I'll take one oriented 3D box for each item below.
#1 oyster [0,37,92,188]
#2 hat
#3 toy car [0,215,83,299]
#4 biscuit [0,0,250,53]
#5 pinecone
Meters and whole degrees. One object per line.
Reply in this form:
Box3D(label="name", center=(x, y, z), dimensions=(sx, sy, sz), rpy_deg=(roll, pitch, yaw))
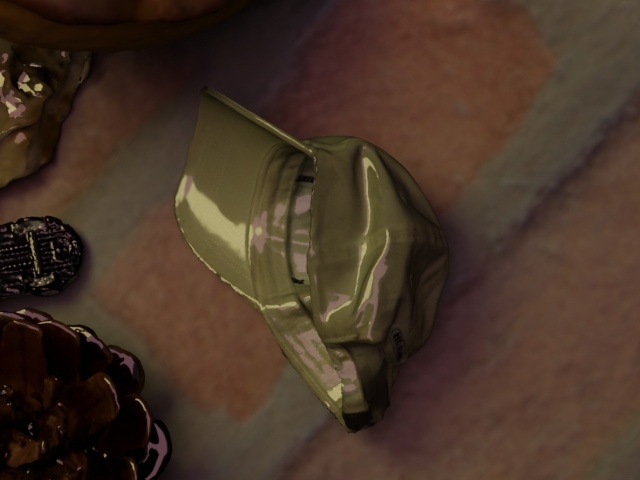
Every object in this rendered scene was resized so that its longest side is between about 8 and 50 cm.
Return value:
Box3D(label="oyster", center=(-0.207, -0.121, 0.812), dimensions=(0.214, 0.083, 0.223), rpy_deg=(-34, 85, 6))
Box3D(label="hat", center=(-0.007, -0.001, 0.775), dimensions=(0.166, 0.081, 0.122), rpy_deg=(37, 129, 26))
Box3D(label="toy car", center=(-0.165, 0.013, 0.809), dimensions=(0.093, 0.025, 0.041), rpy_deg=(-10, 76, -13))
Box3D(label="biscuit", center=(-0.124, -0.225, 0.741), dimensions=(0.296, 0.102, 0.296), rpy_deg=(10, 71, -31))
Box3D(label="pinecone", center=(-0.141, 0.101, 0.749), dimensions=(0.140, 0.121, 0.140), rpy_deg=(0, 85, 3))
